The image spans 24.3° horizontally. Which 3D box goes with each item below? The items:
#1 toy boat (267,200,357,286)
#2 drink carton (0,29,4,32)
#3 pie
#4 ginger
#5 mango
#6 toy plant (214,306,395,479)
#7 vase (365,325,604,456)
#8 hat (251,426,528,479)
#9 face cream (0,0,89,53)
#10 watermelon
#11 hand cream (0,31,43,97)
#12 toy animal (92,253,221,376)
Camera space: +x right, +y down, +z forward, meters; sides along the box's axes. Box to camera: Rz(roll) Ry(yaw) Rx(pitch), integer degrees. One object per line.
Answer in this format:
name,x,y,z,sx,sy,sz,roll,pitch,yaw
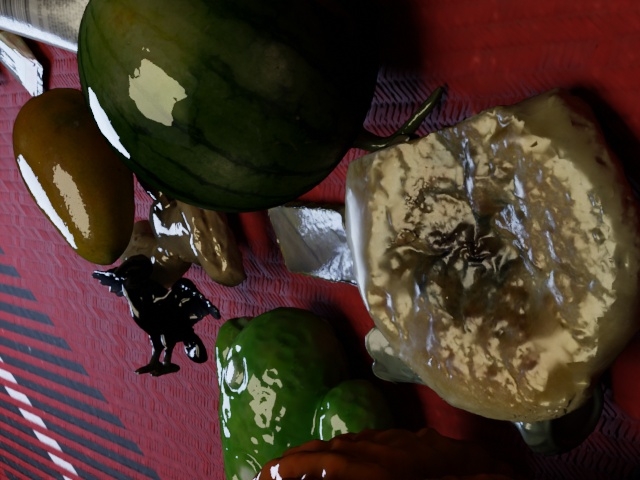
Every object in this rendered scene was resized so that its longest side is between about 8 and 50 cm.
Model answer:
toy boat,0.000,0.000,1.115,0.115,0.016,0.063,9,121,59
drink carton,-0.366,-0.344,1.325,0.111,0.154,0.351,34,140,42
pie,0.101,0.014,0.852,0.218,0.052,0.185,-22,86,46
ginger,-0.128,-0.026,1.283,0.258,0.065,0.149,167,91,-69
mango,-0.205,-0.060,1.269,0.163,0.089,0.111,50,147,37
toy plant,-0.030,0.196,1.212,0.224,0.184,0.316,47,134,46
vase,0.106,0.080,0.931,0.148,0.081,0.081,28,136,45
hat,0.103,0.242,0.854,0.400,0.285,0.285,-24,91,61
face cream,-0.229,-0.203,1.277,0.243,0.058,0.092,18,119,37
watermelon,-0.047,-0.105,0.937,0.214,0.188,0.188,31,155,-11
hand cream,-0.341,-0.229,1.513,0.210,0.043,0.067,49,152,17
toy animal,-0.135,0.061,1.249,0.220,0.062,0.108,1,108,58
